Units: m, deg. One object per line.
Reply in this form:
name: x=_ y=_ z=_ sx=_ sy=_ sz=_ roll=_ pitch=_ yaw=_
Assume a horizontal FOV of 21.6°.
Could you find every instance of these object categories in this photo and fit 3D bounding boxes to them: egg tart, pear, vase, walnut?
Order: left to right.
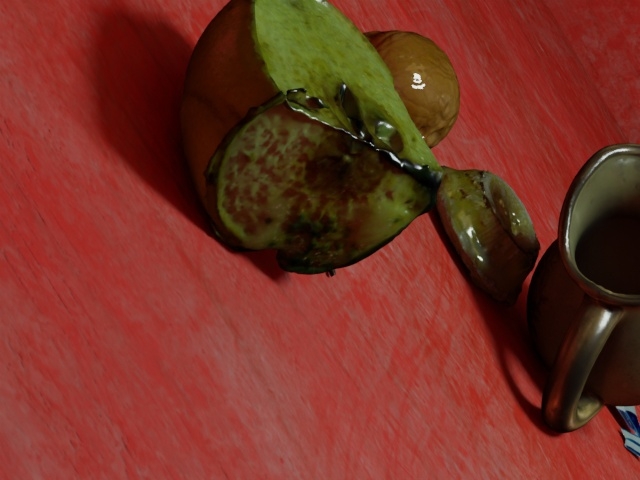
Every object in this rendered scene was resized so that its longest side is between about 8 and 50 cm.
pear: x=-0.045 y=-0.123 z=1.493 sx=0.238 sy=0.164 sz=0.255 roll=23 pitch=34 yaw=-45
walnut: x=0.127 y=-0.206 z=2.147 sx=0.211 sy=0.087 sz=0.167 roll=5 pitch=61 yaw=-67
egg tart: x=0.209 y=-0.017 z=2.090 sx=0.197 sy=0.078 sz=0.197 roll=47 pitch=23 yaw=-27
vase: x=0.354 y=0.089 z=2.039 sx=0.329 sy=0.241 sz=0.302 roll=-58 pitch=159 yaw=-26

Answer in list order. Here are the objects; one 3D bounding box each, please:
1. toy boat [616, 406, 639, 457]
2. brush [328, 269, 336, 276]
toy boat: x=0.406 y=0.174 z=2.374 sx=0.220 sy=0.067 sz=0.291 roll=30 pitch=46 yaw=-54
brush: x=0.000 y=0.000 z=1.638 sx=0.024 sy=0.008 sz=0.083 roll=36 pitch=30 yaw=-56
